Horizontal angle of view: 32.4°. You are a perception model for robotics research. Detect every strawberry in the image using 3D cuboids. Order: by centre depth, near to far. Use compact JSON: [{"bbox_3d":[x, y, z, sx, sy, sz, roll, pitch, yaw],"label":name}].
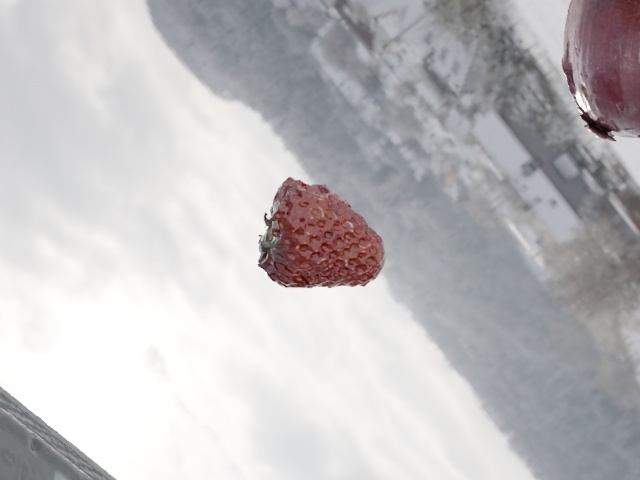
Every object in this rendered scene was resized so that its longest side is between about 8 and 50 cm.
[{"bbox_3d":[0.000,0.000,0.693,0.083,0.073,0.073,13,-163,-11],"label":"strawberry"}]

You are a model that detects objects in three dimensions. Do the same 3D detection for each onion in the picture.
[{"bbox_3d":[0.261,-0.175,0.843,0.159,0.160,0.194,-111,6,-67],"label":"onion"}]

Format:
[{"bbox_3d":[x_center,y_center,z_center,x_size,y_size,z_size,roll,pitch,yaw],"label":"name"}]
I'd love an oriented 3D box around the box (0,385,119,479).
[{"bbox_3d":[-0.250,0.324,0.966,0.396,0.111,0.396,49,-169,-31],"label":"box"}]
